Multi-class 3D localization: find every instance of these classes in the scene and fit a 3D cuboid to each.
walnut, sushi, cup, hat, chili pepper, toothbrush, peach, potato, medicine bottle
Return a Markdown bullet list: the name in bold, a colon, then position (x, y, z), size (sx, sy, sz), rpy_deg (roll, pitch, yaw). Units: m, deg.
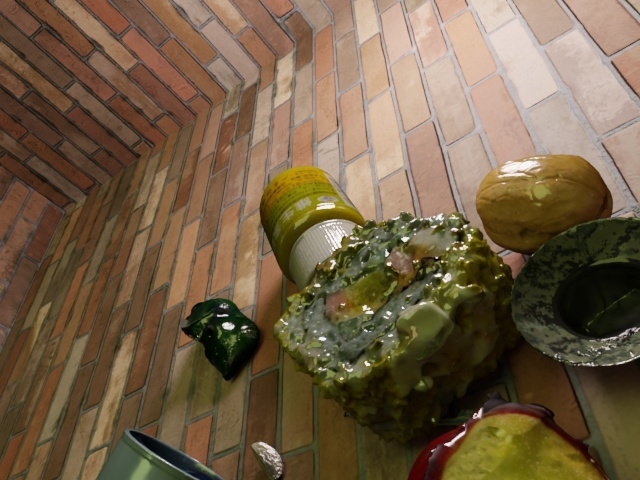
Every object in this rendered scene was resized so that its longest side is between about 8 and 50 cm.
- **walnut**: position (0.384, -0.058, 1.030), size (0.225, 0.193, 0.193), rpy_deg (2, 56, 39)
- **sushi**: position (0.148, 0.138, 1.032), size (0.396, 0.240, 0.351), rpy_deg (-45, 30, -5)
- **cup**: position (-0.370, 0.560, 1.150), size (0.331, 0.257, 0.311), rpy_deg (9, 63, 49)
- **hat**: position (0.432, 0.095, 0.877), size (0.265, 0.128, 0.266), rpy_deg (-24, 45, 26)
- **chili pepper**: position (-0.260, 0.218, 1.506), size (0.148, 0.116, 0.264), rpy_deg (-45, 34, -5)
- **toothbrush**: position (0.155, 0.313, 1.043), size (0.294, 0.026, 0.028), rpy_deg (-14, 37, 39)
- **peach**: position (0.246, 0.395, 0.717), size (0.257, 0.201, 0.362), rpy_deg (-15, 47, -17)
- **potato**: position (-0.102, 0.443, 1.184), size (0.037, 0.036, 0.093), rpy_deg (-22, 44, -31)
- **medicine bottle**: position (0.000, 0.000, 1.358), size (0.224, 0.224, 0.384), rpy_deg (-41, 35, 7)
